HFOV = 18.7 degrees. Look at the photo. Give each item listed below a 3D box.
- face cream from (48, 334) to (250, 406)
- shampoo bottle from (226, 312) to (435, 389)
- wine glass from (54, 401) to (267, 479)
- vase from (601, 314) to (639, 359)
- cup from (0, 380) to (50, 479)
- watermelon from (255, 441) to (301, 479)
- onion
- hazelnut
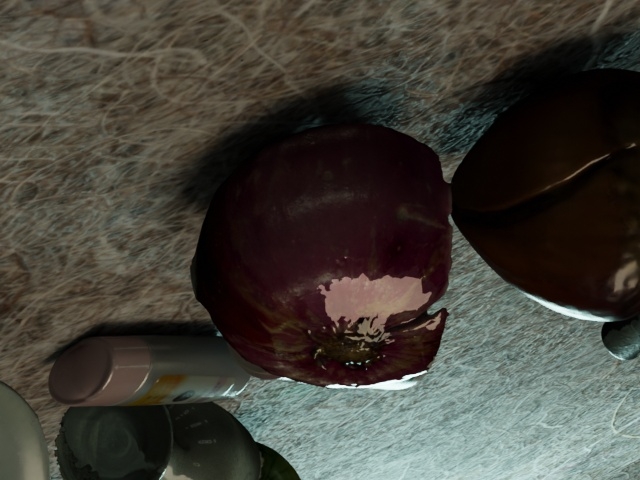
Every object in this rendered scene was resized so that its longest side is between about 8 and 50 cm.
[{"bbox_3d":[-0.142,0.113,1.692,0.084,0.057,0.198,-34,160,31],"label":"face cream"},{"bbox_3d":[0.002,0.085,1.727,0.092,0.092,0.303,-30,163,22],"label":"shampoo bottle"},{"bbox_3d":[-0.146,0.203,1.852,0.126,0.126,0.241,-26,161,12],"label":"wine glass"},{"bbox_3d":[0.397,0.075,2.247,0.060,0.060,0.211,-13,161,-27],"label":"vase"},{"bbox_3d":[-0.374,0.220,1.413,0.347,0.163,0.347,-39,144,-37],"label":"cup"},{"bbox_3d":[-0.107,0.313,2.121,0.188,0.188,0.215,-10,153,-35],"label":"watermelon"},{"bbox_3d":[0.001,0.013,1.385,0.200,0.200,0.207,-19,175,-12],"label":"onion"},{"bbox_3d":[0.193,-0.036,1.480,0.208,0.208,0.208,-20,163,-7],"label":"hazelnut"}]
